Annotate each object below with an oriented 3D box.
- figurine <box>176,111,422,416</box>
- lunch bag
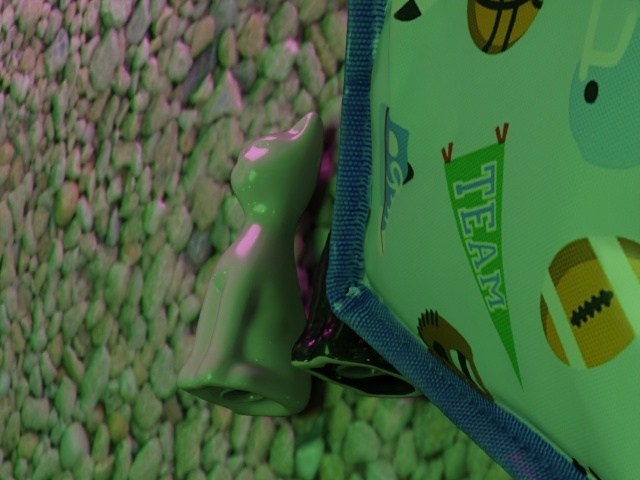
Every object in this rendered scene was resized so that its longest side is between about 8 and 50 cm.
[{"bbox_3d":[0.000,0.000,1.160,0.215,0.092,0.209,-16,59,51],"label":"figurine"},{"bbox_3d":[0.222,-0.002,0.589,0.385,0.327,0.239,-143,51,-58],"label":"lunch bag"}]
